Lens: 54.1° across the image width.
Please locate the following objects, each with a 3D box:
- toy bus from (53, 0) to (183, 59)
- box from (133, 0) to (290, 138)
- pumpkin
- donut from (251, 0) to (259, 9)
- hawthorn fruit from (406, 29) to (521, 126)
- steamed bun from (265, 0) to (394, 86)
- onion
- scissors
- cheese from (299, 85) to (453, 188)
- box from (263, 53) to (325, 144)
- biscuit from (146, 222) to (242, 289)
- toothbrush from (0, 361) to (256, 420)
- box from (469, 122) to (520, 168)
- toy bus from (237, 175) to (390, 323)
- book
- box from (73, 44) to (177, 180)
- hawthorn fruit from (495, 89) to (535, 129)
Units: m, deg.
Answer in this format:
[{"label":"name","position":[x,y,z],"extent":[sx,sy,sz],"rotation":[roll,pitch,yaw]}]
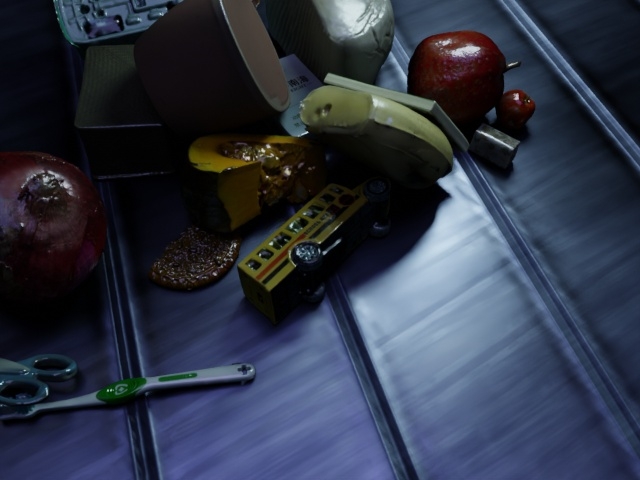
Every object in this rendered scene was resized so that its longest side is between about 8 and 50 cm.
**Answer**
[{"label":"toy bus","position":[-0.414,-0.520,1.457],"extent":[0.343,0.199,0.184],"rotation":[-15,81,-8]},{"label":"box","position":[-0.215,-0.345,1.251],"extent":[0.216,0.301,0.301],"rotation":[-22,54,13]},{"label":"pumpkin","position":[-0.130,-0.113,1.208],"extent":[0.280,0.139,0.190],"rotation":[3,34,2]},{"label":"donut","position":[-0.246,-0.656,1.645],"extent":[0.199,0.085,0.233],"rotation":[21,56,13]},{"label":"hawthorn fruit","position":[0.313,-0.357,1.380],"extent":[0.249,0.215,0.215],"rotation":[-7,54,7]},{"label":"steamed bun","position":[0.043,-0.520,1.460],"extent":[0.236,0.247,0.383],"rotation":[-27,59,-17]},{"label":"onion","position":[-0.505,-0.025,1.083],"extent":[0.276,0.276,0.276],"rotation":[1,54,-2]},{"label":"scissors","position":[-0.547,0.210,1.023],"extent":[0.289,0.041,0.138],"rotation":[9,22,12]},{"label":"cheese","position":[0.132,-0.191,1.217],"extent":[0.259,0.315,0.128],"rotation":[33,95,52]},{"label":"box","position":[-0.060,-0.309,1.416],"extent":[0.155,0.067,0.243],"rotation":[-25,59,-21]},{"label":"biscuit","position":[-0.223,0.021,1.196],"extent":[0.126,0.025,0.206],"rotation":[30,59,18]},{"label":"toothbrush","position":[-0.314,0.247,1.029],"extent":[0.417,0.040,0.042],"rotation":[-5,39,-11]},{"label":"box","position":[0.377,-0.205,1.362],"extent":[0.098,0.062,0.045],"rotation":[33,55,22]},{"label":"toy bus","position":[0.000,0.000,1.166],"extent":[0.123,0.121,0.335],"rotation":[32,60,27]},{"label":"book","position":[0.156,-0.259,1.279],"extent":[0.264,0.202,0.027],"rotation":[26,90,35]},{"label":"box","position":[-0.407,-0.279,1.334],"extent":[0.184,0.143,0.273],"rotation":[-5,54,-6]},{"label":"hawthorn fruit","position":[0.441,-0.299,1.413],"extent":[0.093,0.093,0.093],"rotation":[1,54,-2]}]
